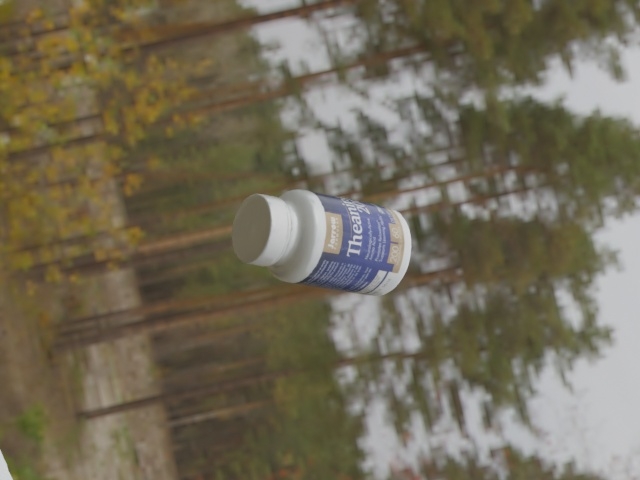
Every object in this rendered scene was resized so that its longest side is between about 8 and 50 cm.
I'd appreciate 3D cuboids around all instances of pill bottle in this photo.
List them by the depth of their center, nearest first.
[{"bbox_3d":[0.000,0.000,1.106,0.067,0.120,0.067,-18,-112,51],"label":"pill bottle"}]

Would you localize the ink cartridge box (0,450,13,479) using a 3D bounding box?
[{"bbox_3d":[-0.438,0.268,1.318,0.307,0.223,0.129,-26,94,-54],"label":"ink cartridge box"}]
